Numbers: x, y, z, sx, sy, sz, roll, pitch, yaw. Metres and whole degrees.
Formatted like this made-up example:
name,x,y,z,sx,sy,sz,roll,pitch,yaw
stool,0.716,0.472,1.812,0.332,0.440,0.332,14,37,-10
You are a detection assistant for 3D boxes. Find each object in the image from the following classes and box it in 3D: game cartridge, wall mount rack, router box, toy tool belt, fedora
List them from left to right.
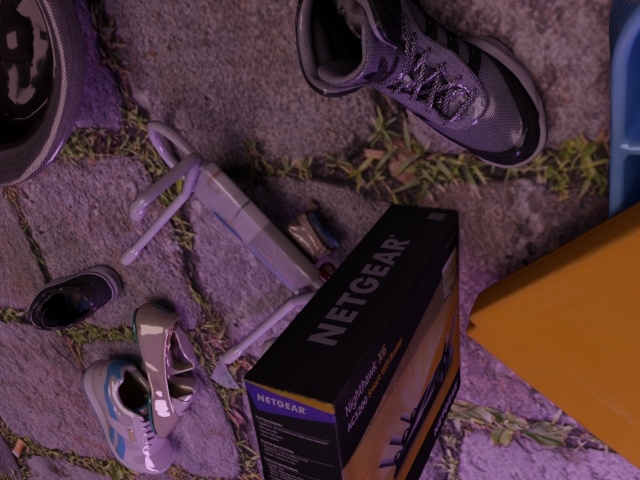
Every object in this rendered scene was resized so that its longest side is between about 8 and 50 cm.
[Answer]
name,x,y,z,sx,sy,sz,roll,pitch,yaw
fedora,-0.368,-0.209,0.711,0.244,0.124,0.275,9,110,2
wall mount rack,-0.126,0.034,0.765,0.350,0.130,0.304,46,161,-4
toy tool belt,0.000,0.000,0.719,0.083,0.051,0.052,49,162,-13
router box,0.057,0.139,0.611,0.081,0.309,0.242,8,123,27
game cartridge,0.328,0.115,0.561,0.324,0.052,0.285,39,146,-4

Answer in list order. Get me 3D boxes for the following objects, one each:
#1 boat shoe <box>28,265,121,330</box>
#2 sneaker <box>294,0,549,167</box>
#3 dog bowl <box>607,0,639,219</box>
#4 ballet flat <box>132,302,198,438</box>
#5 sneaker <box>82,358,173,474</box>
name,x,y,z,sx,sy,sz,roll,pitch,yaw
boat shoe,-0.402,0.106,0.972,0.229,0.076,0.080,-18,109,34
sneaker,0.075,-0.141,0.528,0.269,0.153,0.101,43,129,-2
dog bowl,0.299,-0.083,0.468,0.166,0.074,0.297,8,132,32
ballet flat,-0.227,0.206,0.948,0.086,0.086,0.248,11,122,21
sneaker,-0.305,0.299,1.034,0.092,0.087,0.228,-9,115,35
